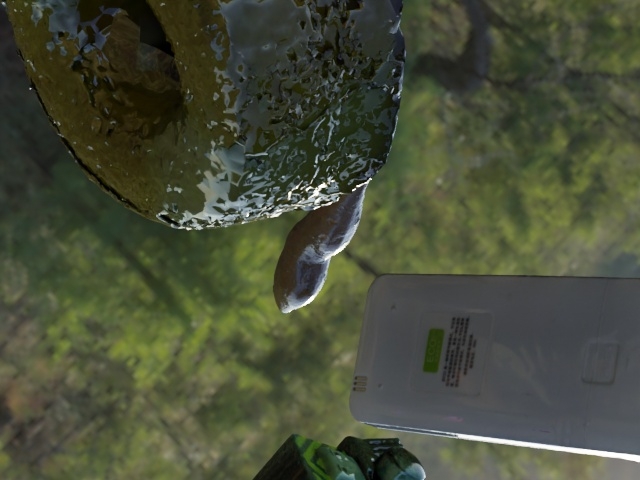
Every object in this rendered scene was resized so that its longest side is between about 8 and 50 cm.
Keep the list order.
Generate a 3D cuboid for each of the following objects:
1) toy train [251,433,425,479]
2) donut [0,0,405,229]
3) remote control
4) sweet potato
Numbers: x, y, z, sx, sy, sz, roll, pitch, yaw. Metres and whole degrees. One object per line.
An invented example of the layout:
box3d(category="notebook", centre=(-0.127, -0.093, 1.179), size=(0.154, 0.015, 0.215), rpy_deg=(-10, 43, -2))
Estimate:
box3d(category="toy train", centre=(-0.037, 0.320, 1.355), size=(0.178, 0.138, 0.330), rpy_deg=(25, 111, -39))
box3d(category="donut", centre=(-0.087, -0.120, 0.775), size=(0.107, 0.272, 0.272), rpy_deg=(-30, 164, -38))
box3d(category="remote control", centre=(0.121, 0.071, 0.829), size=(0.034, 0.250, 0.103), rpy_deg=(21, 74, -44))
box3d(category="sweet potato", centre=(-0.002, -0.002, 1.417), size=(0.051, 0.065, 0.218), rpy_deg=(-5, 143, -31))
